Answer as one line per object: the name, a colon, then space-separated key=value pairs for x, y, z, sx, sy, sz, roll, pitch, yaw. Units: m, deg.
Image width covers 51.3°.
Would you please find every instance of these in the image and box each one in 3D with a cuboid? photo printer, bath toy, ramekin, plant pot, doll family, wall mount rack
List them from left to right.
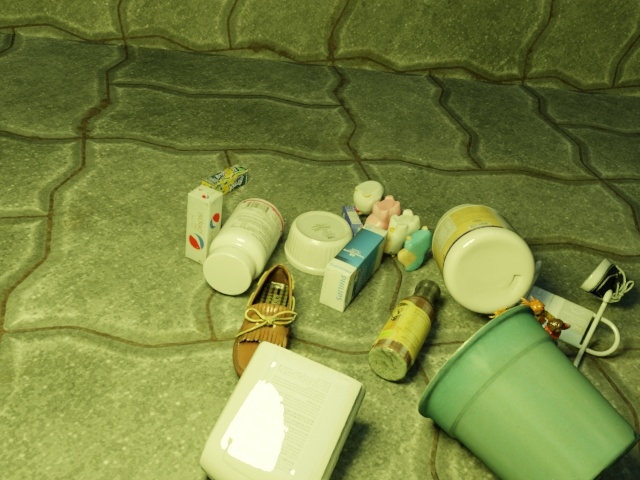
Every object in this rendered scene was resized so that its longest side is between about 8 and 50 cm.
photo printer: x=-0.078 y=0.385 z=1.351 sx=0.256 sy=0.107 sz=0.307 roll=21 pitch=56 yaw=10
ramekin: x=0.000 y=0.000 z=1.975 sx=0.207 sy=0.109 sz=0.207 roll=7 pitch=35 yaw=-5
bath toy: x=0.207 y=-0.052 z=2.088 sx=0.152 sy=0.129 sz=0.348 roll=-25 pitch=44 yaw=-12
doll family: x=0.482 y=0.215 z=1.663 sx=0.263 sy=0.163 sz=0.118 roll=-18 pitch=59 yaw=-1
plant pot: x=0.442 y=0.371 z=1.393 sx=0.341 sy=0.341 sz=0.334 roll=-20 pitch=53 yaw=-35
wall mount rack: x=0.619 y=0.227 z=1.796 sx=0.350 sy=0.130 sz=0.304 roll=25 pitch=70 yaw=23

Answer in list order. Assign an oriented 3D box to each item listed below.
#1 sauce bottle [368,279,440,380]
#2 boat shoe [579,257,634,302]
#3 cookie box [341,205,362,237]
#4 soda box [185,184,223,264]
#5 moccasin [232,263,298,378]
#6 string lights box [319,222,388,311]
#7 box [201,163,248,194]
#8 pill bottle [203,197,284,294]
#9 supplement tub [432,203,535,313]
sauce bottle: x=0.229 y=0.218 z=1.722 sx=0.112 sy=0.111 sz=0.344 roll=21 pitch=35 yaw=16
boat shoe: x=0.842 y=0.128 z=1.945 sx=0.105 sy=0.113 sz=0.306 roll=43 pitch=15 yaw=24
cookie box: x=0.095 y=-0.042 z=2.073 sx=0.040 sy=0.091 sz=0.107 roll=-4 pitch=37 yaw=-13
soda box: x=-0.326 y=-0.041 z=1.861 sx=0.074 sy=0.216 sz=0.069 roll=23 pitch=36 yaw=17
moccasin: x=-0.125 y=0.198 z=1.628 sx=0.139 sy=0.146 sz=0.380 roll=13 pitch=35 yaw=5
string lights box: x=0.097 y=0.072 z=1.873 sx=0.077 sy=0.133 sz=0.260 roll=23 pitch=37 yaw=18
box: x=-0.318 y=-0.195 z=2.219 sx=0.054 sy=0.059 sz=0.169 roll=30 pitch=40 yaw=25
pill bottle: x=-0.214 y=0.015 z=1.857 sx=0.161 sy=0.160 sz=0.283 roll=14 pitch=35 yaw=7
supplement tub: x=0.444 y=0.036 z=1.874 sx=0.241 sy=0.240 sz=0.331 roll=9 pitch=18 yaw=-1
